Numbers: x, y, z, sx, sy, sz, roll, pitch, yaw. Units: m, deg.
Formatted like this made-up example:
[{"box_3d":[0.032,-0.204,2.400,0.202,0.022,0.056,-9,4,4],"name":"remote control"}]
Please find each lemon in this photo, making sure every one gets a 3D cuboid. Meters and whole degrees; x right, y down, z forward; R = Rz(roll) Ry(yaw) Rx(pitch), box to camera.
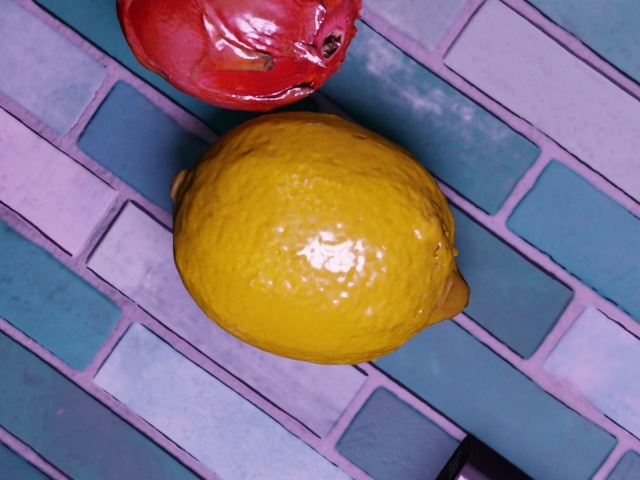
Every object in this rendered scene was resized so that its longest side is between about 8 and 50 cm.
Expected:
[{"box_3d":[0.000,0.000,1.829,0.319,0.245,0.245,20,96,0],"name":"lemon"}]

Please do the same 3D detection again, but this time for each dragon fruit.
[{"box_3d":[-0.083,-0.242,1.831,0.252,0.241,0.241,34,98,-3],"name":"dragon fruit"}]

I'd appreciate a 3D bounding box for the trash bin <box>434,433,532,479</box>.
[{"box_3d":[0.211,0.315,1.863,0.225,0.165,0.115,33,97,2],"name":"trash bin"}]
